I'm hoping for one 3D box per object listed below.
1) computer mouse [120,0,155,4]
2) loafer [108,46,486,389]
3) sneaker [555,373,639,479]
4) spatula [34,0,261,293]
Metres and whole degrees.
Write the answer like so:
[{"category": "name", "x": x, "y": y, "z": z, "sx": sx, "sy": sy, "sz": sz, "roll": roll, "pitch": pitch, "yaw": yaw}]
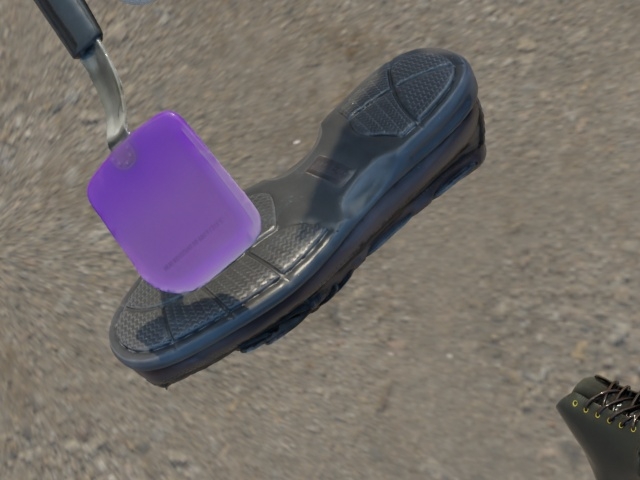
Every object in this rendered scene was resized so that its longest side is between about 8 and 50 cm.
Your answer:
[{"category": "computer mouse", "x": -0.088, "y": -0.247, "z": 0.978, "sx": 0.106, "sy": 0.042, "sz": 0.193, "roll": 39, "pitch": 103, "yaw": -9}, {"category": "loafer", "x": 0.000, "y": 0.000, "z": 0.949, "sx": 0.302, "sy": 0.109, "sz": 0.095, "roll": -42, "pitch": 132, "yaw": -12}, {"category": "sneaker", "x": 0.292, "y": 0.167, "z": 1.336, "sx": 0.083, "sy": 0.222, "sz": 0.118, "roll": -29, "pitch": 77, "yaw": -28}, {"category": "spatula", "x": -0.134, "y": -0.099, "z": 0.860, "sx": 0.084, "sy": 0.030, "sz": 0.296, "roll": -41, "pitch": 65, "yaw": 21}]
